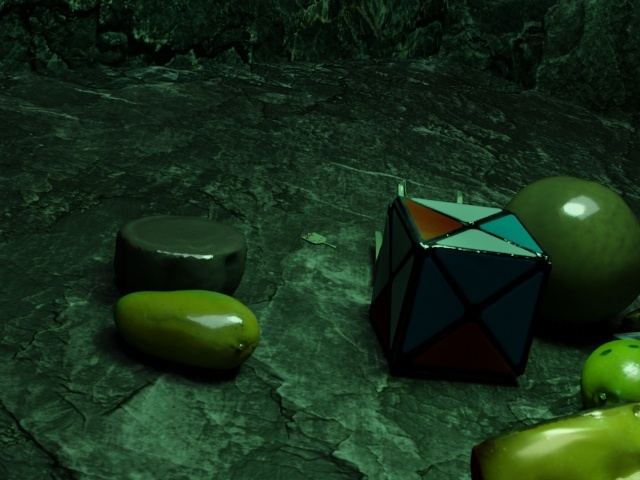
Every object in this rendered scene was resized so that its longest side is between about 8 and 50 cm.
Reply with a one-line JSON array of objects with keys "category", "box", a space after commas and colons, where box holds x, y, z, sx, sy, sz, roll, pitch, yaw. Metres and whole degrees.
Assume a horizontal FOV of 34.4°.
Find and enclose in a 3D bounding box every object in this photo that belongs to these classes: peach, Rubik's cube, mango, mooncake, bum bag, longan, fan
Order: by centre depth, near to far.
[{"category": "peach", "box": [0.354, 0.364, 1.225, 0.306, 0.242, 0.380, -33, 58, -32]}, {"category": "mango", "box": [-0.222, 0.136, 1.682, 0.250, 0.114, 0.156, 14, 29, 6]}, {"category": "mango", "box": [0.541, 0.239, 1.750, 0.175, 0.143, 0.293, 26, 17, 29]}, {"category": "Rubik's cube", "box": [0.239, 0.083, 1.843, 0.246, 0.248, 0.250, 8, 22, -11]}, {"category": "mooncake", "box": [-0.256, 0.034, 1.887, 0.244, 0.133, 0.245, 9, 22, -4]}, {"category": "longan", "box": [0.498, 0.023, 2.043, 0.318, 0.319, 0.319, 9, 22, -4]}, {"category": "bum bag", "box": [0.708, 0.155, 2.104, 0.232, 0.060, 0.106, 0, -15, -25]}, {"category": "fan", "box": [0.000, 0.000, 2.260, 0.083, 0.004, 0.056, 22, 24, 27]}]

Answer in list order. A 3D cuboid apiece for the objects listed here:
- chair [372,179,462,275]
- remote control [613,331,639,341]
[{"category": "chair", "box": [0.216, 0.001, 2.109, 0.203, 0.191, 0.275, 9, 32, -4]}, {"category": "remote control", "box": [0.724, 0.203, 2.027, 0.293, 0.051, 0.103, 1, 8, -19]}]
